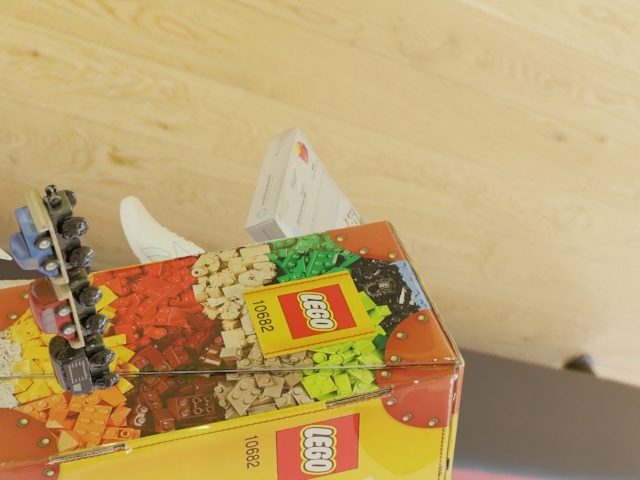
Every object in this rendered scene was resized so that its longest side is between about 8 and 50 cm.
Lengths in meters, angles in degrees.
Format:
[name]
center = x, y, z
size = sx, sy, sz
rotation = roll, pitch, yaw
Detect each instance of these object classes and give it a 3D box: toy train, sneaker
[toy train]
center = -0.127, 0.030, 0.562
size = 0.036, 0.027, 0.158
rotation = -19, 144, -16
[sneaker]
center = -0.140, 0.017, 1.090
size = 0.061, 0.152, 0.054
rotation = -33, 171, 4

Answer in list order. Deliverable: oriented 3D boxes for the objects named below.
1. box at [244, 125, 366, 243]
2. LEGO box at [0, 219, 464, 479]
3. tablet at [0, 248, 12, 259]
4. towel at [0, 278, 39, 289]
[box]
center = 0.000, 0.000, 1.148
size = 0.038, 0.145, 0.186
rotation = -18, 127, 25
[LEGO box]
center = -0.089, 0.259, 1.044
size = 0.372, 0.193, 0.500
rotation = -10, 130, -12
[tablet]
center = -0.418, 0.002, 1.386
size = 0.054, 0.083, 0.006
rotation = 15, 102, -49
[towel]
center = -0.297, 0.116, 1.320
size = 0.282, 0.049, 0.187
rotation = 2, 134, 7
